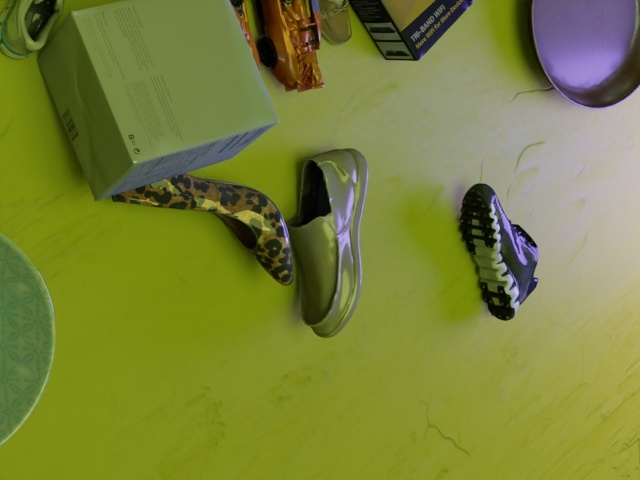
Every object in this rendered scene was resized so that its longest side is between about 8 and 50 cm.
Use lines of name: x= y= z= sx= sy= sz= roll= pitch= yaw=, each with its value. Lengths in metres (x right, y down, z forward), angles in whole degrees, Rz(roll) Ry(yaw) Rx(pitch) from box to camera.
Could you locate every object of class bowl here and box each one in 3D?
bowl: x=-0.458 y=0.105 z=1.449 sx=0.289 sy=0.156 sz=0.290 roll=-6 pitch=101 yaw=-34

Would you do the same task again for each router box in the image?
router box: x=0.150 y=-0.446 z=1.847 sx=0.309 sy=0.081 sz=0.243 roll=-48 pitch=121 yaw=-20

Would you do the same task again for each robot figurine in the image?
robot figurine: x=-0.085 y=-0.328 z=1.693 sx=0.211 sy=0.085 sz=0.291 roll=-21 pitch=109 yaw=-32

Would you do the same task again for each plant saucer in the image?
plant saucer: x=0.438 y=-0.368 z=2.086 sx=0.310 sy=0.050 sz=0.311 roll=-7 pitch=102 yaw=-34

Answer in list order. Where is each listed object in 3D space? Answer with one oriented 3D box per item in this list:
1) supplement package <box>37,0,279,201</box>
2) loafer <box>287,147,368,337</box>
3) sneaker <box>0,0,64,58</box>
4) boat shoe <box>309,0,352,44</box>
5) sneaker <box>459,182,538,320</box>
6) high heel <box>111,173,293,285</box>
supplement package: x=-0.197 y=-0.181 z=1.562 sx=0.203 sy=0.149 sz=0.194 roll=-19 pitch=84 yaw=-32
loafer: x=0.000 y=0.000 z=1.804 sx=0.092 sy=0.102 sz=0.269 roll=9 pitch=83 yaw=-35
sneaker: x=-0.322 y=-0.306 z=1.530 sx=0.071 sy=0.083 sz=0.191 roll=15 pitch=87 yaw=-35
boat shoe: x=0.013 y=-0.332 z=1.788 sx=0.050 sy=0.045 sz=0.135 roll=-38 pitch=117 yaw=-25
sneaker: x=0.286 y=0.003 z=2.022 sx=0.106 sy=0.078 sz=0.234 roll=-34 pitch=119 yaw=-30
high heel: x=-0.151 y=-0.017 z=1.690 sx=0.186 sy=0.093 sz=0.261 roll=-36 pitch=106 yaw=-27
